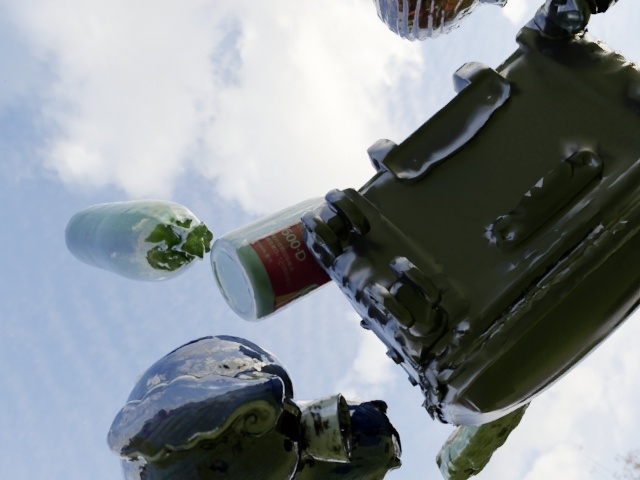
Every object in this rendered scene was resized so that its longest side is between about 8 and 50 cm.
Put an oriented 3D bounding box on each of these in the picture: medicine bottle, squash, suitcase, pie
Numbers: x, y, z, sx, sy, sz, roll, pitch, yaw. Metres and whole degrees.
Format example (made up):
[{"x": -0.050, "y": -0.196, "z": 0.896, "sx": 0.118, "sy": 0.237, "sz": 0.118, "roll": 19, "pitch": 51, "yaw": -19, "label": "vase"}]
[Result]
[{"x": 0.000, "y": 0.000, "z": 0.561, "sx": 0.216, "sy": 0.090, "sz": 0.091, "roll": -26, "pitch": -64, "yaw": -32, "label": "medicine bottle"}, {"x": -0.232, "y": -0.001, "z": 0.679, "sx": 0.101, "sy": 0.378, "sz": 0.102, "roll": 0, "pitch": -90, "yaw": -39, "label": "squash"}, {"x": 0.168, "y": 0.022, "z": 0.488, "sx": 0.283, "sy": 0.194, "sz": 0.434, "roll": -42, "pitch": -24, "yaw": -3, "label": "suitcase"}, {"x": 0.282, "y": 0.230, "z": 0.820, "sx": 0.306, "sy": 0.071, "sz": 0.306, "roll": -45, "pitch": -24, "yaw": -26, "label": "pie"}]

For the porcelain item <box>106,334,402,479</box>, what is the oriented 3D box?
[{"x": -0.037, "y": 0.178, "z": 0.468, "sx": 0.186, "sy": 0.138, "sz": 0.288, "roll": -17, "pitch": -36, "yaw": 10, "label": "porcelain item"}]

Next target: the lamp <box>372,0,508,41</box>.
[{"x": 0.160, "y": -0.393, "z": 0.741, "sx": 0.246, "sy": 0.247, "sz": 0.247, "roll": -9, "pitch": -72, "yaw": -28, "label": "lamp"}]
